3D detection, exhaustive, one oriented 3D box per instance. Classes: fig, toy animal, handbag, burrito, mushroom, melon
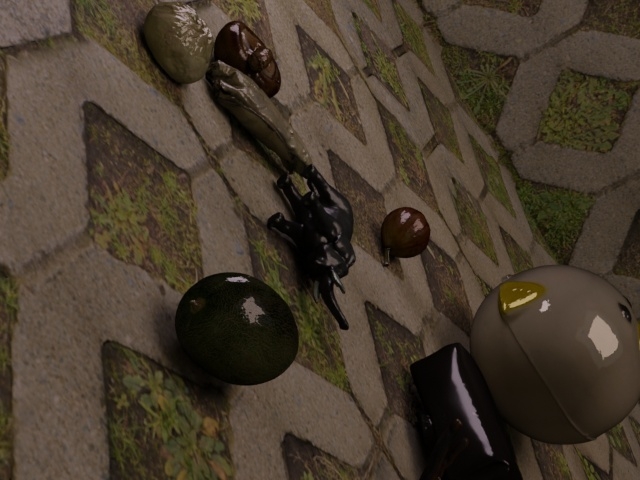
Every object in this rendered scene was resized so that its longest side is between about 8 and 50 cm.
[{"bbox_3d":[0.133,-0.003,2.114,0.089,0.089,0.125,59,39,-7],"label":"fig"},{"bbox_3d":[-0.005,-0.005,1.724,0.137,0.082,0.269,49,22,-31],"label":"toy animal"},{"bbox_3d":[0.240,0.325,1.858,0.257,0.113,0.285,56,11,-34],"label":"handbag"},{"bbox_3d":[-0.085,-0.172,1.797,0.229,0.058,0.063,50,27,-35],"label":"burrito"},{"bbox_3d":[-0.103,-0.267,1.833,0.127,0.087,0.127,50,26,-35],"label":"mushroom"},{"bbox_3d":[-0.088,0.093,1.311,0.167,0.114,0.114,40,28,-50],"label":"melon"}]

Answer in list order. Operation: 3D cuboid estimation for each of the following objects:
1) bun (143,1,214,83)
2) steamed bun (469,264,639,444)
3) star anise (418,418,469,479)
[{"bbox_3d":[-0.183,-0.268,1.653,0.115,0.069,0.115,50,23,-31],"label":"bun"},{"bbox_3d":[0.426,0.200,2.221,0.334,0.334,0.374,62,13,2],"label":"steamed bun"},{"bbox_3d":[0.169,0.368,1.492,0.148,0.237,0.346,91,-4,-50],"label":"star anise"}]
